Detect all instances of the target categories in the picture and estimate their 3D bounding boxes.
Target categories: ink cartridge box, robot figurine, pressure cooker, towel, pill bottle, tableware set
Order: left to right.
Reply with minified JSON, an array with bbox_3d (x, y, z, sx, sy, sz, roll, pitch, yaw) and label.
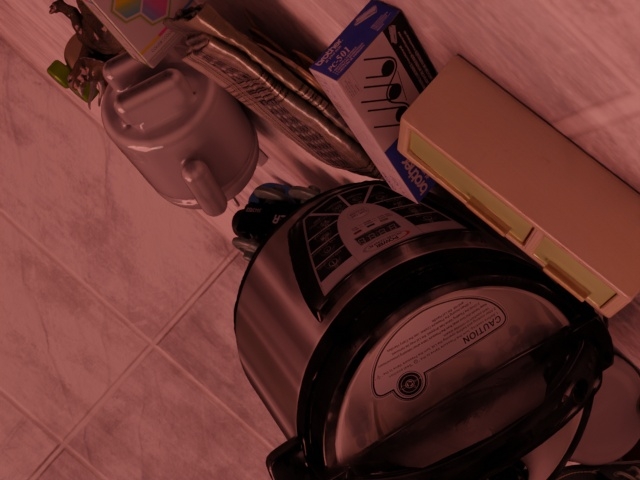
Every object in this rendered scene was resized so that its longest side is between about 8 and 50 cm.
[{"bbox_3d":[-0.266,-0.346,1.579,0.062,0.109,0.209,30,165,50],"label":"ink cartridge box"},{"bbox_3d":[-0.223,-0.180,1.895,0.353,0.200,0.300,56,-167,-57],"label":"robot figurine"},{"bbox_3d":[-0.065,-0.186,1.502,0.324,0.056,0.312,39,179,-16],"label":"towel"},{"bbox_3d":[-0.034,-0.223,1.432,0.128,0.039,0.194,38,179,-41],"label":"tableware set"},{"bbox_3d":[0.077,-0.137,1.185,0.046,0.097,0.207,33,167,42],"label":"ink cartridge box"},{"bbox_3d":[0.122,0.147,1.392,0.376,0.369,0.420,17,-165,-27],"label":"pressure cooker"},{"bbox_3d":[0.333,0.219,1.639,0.153,0.153,0.265,43,171,-9],"label":"pill bottle"}]

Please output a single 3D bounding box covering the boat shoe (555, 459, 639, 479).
[{"bbox_3d":[0.413,0.325,1.537,0.320,0.099,0.116,5,-138,-31],"label":"boat shoe"}]

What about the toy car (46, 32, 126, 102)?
[{"bbox_3d":[-0.368,-0.294,2.113,0.149,0.155,0.188,34,170,40],"label":"toy car"}]

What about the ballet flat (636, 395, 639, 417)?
[{"bbox_3d":[0.445,0.216,1.421,0.068,0.072,0.213,46,171,-4],"label":"ballet flat"}]

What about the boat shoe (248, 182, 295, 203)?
[{"bbox_3d":[-0.038,-0.024,2.181,0.258,0.109,0.089,36,174,42],"label":"boat shoe"}]

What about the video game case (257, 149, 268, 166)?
[{"bbox_3d":[-0.213,-0.227,2.191,0.206,0.026,0.227,46,170,-25],"label":"video game case"}]

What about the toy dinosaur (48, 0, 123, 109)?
[{"bbox_3d":[-0.344,-0.357,1.847,0.160,0.121,0.313,50,149,3],"label":"toy dinosaur"}]

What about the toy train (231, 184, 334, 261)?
[{"bbox_3d":[0.000,0.000,1.938,0.334,0.142,0.190,5,158,46],"label":"toy train"}]

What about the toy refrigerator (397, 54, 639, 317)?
[{"bbox_3d":[0.201,-0.047,1.110,0.269,0.094,0.102,39,170,9],"label":"toy refrigerator"}]

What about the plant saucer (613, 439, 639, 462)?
[{"bbox_3d":[0.484,0.337,1.680,0.168,0.168,0.029,39,127,12],"label":"plant saucer"}]
